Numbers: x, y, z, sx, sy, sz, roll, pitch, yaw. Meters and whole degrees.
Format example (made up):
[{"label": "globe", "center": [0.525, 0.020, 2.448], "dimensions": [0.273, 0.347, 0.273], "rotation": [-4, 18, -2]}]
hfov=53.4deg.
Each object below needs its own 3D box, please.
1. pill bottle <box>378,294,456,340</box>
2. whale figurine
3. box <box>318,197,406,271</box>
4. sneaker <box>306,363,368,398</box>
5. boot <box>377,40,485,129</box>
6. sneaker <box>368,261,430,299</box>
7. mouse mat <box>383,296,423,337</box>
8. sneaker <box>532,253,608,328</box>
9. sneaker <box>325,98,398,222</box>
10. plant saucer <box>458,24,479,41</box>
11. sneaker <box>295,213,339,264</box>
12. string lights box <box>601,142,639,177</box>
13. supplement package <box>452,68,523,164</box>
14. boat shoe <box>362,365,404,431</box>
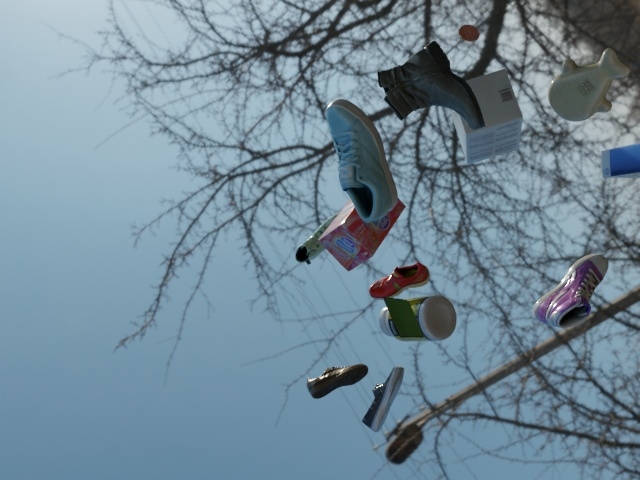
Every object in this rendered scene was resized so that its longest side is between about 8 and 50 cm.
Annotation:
[{"label": "pill bottle", "center": [0.401, 0.335, 2.704], "dimensions": [0.188, 0.334, 0.188], "rotation": [6, -102, -30]}, {"label": "whale figurine", "center": [0.871, -0.509, 2.057], "dimensions": [0.216, 0.272, 0.141], "rotation": [49, -128, 4]}, {"label": "box", "center": [0.146, -0.058, 2.150], "dimensions": [0.154, 0.142, 0.300], "rotation": [47, -133, -9]}, {"label": "sneaker", "center": [0.047, 0.397, 1.881], "dimensions": [0.188, 0.066, 0.071], "rotation": [-21, -137, -13]}, {"label": "boot", "center": [0.236, -0.303, 1.382], "dimensions": [0.246, 0.161, 0.083], "rotation": [62, -172, 23]}, {"label": "sneaker", "center": [0.324, 0.160, 2.714], "dimensions": [0.118, 0.279, 0.107], "rotation": [50, -158, -45]}, {"label": "mouse mat", "center": [0.292, 0.271, 2.230], "dimensions": [0.189, 0.007, 0.153], "rotation": [14, -131, -55]}, {"label": "sneaker", "center": [0.782, 0.159, 1.888], "dimensions": [0.102, 0.282, 0.161], "rotation": [46, 175, -13]}, {"label": "sneaker", "center": [0.104, -0.218, 1.805], "dimensions": [0.150, 0.135, 0.366], "rotation": [-45, -68, -46]}, {"label": "plant saucer", "center": [0.576, -0.805, 2.464], "dimensions": [0.083, 0.083, 0.013], "rotation": [34, -111, -24]}, {"label": "sneaker", "center": [0.000, 0.001, 2.593], "dimensions": [0.094, 0.256, 0.151], "rotation": [44, -160, 7]}, {"label": "string lights box", "center": [0.836, -0.205, 1.572], "dimensions": [0.133, 0.259, 0.077], "rotation": [-2, -90, -14]}, {"label": "supplement package", "center": [0.585, -0.432, 2.258], "dimensions": [0.263, 0.198, 0.199], "rotation": [50, -154, -68]}, {"label": "boat shoe", "center": [0.200, 0.508, 2.081], "dimensions": [0.076, 0.228, 0.080], "rotation": [23, -176, 26]}]
